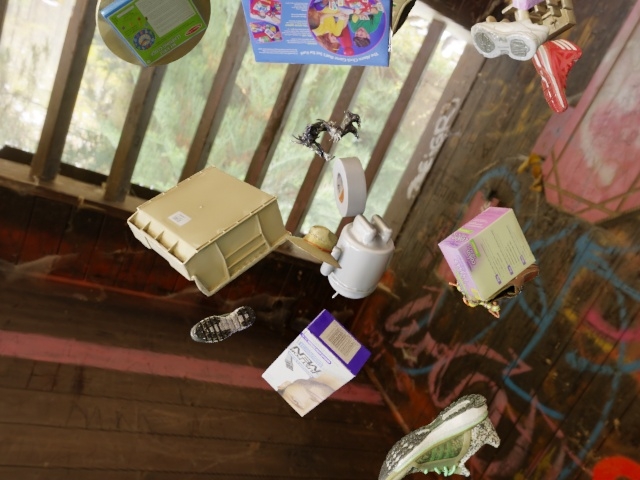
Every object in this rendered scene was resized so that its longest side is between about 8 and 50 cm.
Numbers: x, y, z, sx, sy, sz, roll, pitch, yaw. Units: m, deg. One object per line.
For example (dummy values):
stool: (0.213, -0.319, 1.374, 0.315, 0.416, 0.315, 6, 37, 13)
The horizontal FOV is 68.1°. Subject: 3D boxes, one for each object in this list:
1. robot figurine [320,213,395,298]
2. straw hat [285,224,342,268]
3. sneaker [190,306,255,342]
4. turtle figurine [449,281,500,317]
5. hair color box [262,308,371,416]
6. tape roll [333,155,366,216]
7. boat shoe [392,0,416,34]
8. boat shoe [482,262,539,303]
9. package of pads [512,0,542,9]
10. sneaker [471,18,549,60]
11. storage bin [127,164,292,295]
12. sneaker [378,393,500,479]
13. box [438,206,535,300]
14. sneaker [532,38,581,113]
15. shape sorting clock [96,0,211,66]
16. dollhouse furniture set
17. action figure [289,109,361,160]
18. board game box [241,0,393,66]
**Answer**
robot figurine: (0.147, 0.073, 1.773, 0.299, 0.354, 0.200, 2, -144, -27)
straw hat: (0.000, 0.000, 1.034, 0.144, 0.061, 0.144, 30, -176, -2)
sneaker: (-0.313, 0.272, 1.464, 0.234, 0.106, 0.078, -14, -103, -52)
turtle figurine: (0.654, 0.221, 2.043, 0.087, 0.217, 0.269, -35, -130, -18)
hair color box: (-0.022, 0.370, 1.399, 0.185, 0.339, 0.110, 43, -134, 7)
tape roll: (0.105, -0.197, 1.748, 0.072, 0.219, 0.219, -6, -157, -10)
boat shoe: (0.215, -0.652, 1.312, 0.084, 0.233, 0.079, 31, 180, 9)
boat shoe: (0.732, 0.174, 1.834, 0.307, 0.111, 0.104, -17, -133, -14)
package of pads: (0.277, -0.352, 0.617, 0.032, 0.050, 0.083, 57, 174, 48)
sneaker: (0.529, -0.571, 1.322, 0.232, 0.115, 0.090, 40, 162, 42)
storage bin: (-0.256, -0.032, 1.089, 0.262, 0.123, 0.260, 29, -126, 37)
sneaker: (0.361, 0.641, 1.404, 0.182, 0.410, 0.158, 56, -179, 9)
box: (0.564, 0.041, 1.604, 0.214, 0.243, 0.117, 59, 168, -16)
sneaker: (0.730, -0.501, 1.411, 0.128, 0.221, 0.087, -18, 178, 9)
shape sorting clock: (-0.295, -0.403, 0.852, 0.206, 0.206, 0.040, 3, -133, -52)
dollhouse furniture set: (0.684, -0.752, 1.510, 0.242, 0.161, 0.212, -7, 173, -31)
action figure: (0.028, -0.397, 1.809, 0.275, 0.164, 0.141, -23, -105, -17)
board game box: (-0.004, -0.539, 1.122, 0.346, 0.233, 0.078, 6, -123, 10)
